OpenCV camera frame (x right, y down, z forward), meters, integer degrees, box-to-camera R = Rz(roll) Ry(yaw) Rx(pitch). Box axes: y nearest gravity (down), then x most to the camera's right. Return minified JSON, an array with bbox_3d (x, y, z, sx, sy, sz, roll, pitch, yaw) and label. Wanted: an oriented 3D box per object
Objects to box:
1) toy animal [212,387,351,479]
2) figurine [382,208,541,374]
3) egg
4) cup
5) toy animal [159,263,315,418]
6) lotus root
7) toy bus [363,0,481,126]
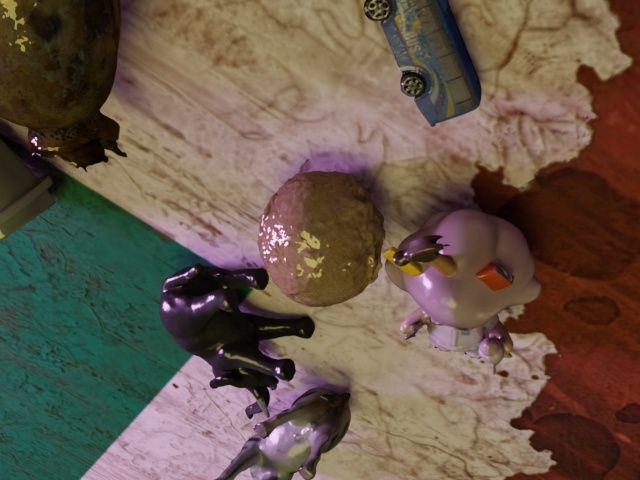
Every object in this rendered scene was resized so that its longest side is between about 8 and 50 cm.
[{"bbox_3d":[-0.059,0.260,1.093,0.090,0.170,0.255,50,136,5],"label":"toy animal"},{"bbox_3d":[0.130,0.041,0.841,0.137,0.112,0.229,16,150,19],"label":"figurine"},{"bbox_3d":[0.000,0.000,0.850,0.116,0.118,0.140,-8,133,-26],"label":"egg"},{"bbox_3d":[-0.348,-0.067,0.933,0.120,0.120,0.141,-22,107,37],"label":"cup"},{"bbox_3d":[-0.081,0.117,1.020,0.137,0.082,0.269,-3,135,29],"label":"toy animal"},{"bbox_3d":[-0.229,-0.166,0.748,0.154,0.154,0.278,10,136,13],"label":"lotus root"},{"bbox_3d":[0.074,-0.161,0.703,0.061,0.051,0.153,-16,125,19],"label":"toy bus"}]
